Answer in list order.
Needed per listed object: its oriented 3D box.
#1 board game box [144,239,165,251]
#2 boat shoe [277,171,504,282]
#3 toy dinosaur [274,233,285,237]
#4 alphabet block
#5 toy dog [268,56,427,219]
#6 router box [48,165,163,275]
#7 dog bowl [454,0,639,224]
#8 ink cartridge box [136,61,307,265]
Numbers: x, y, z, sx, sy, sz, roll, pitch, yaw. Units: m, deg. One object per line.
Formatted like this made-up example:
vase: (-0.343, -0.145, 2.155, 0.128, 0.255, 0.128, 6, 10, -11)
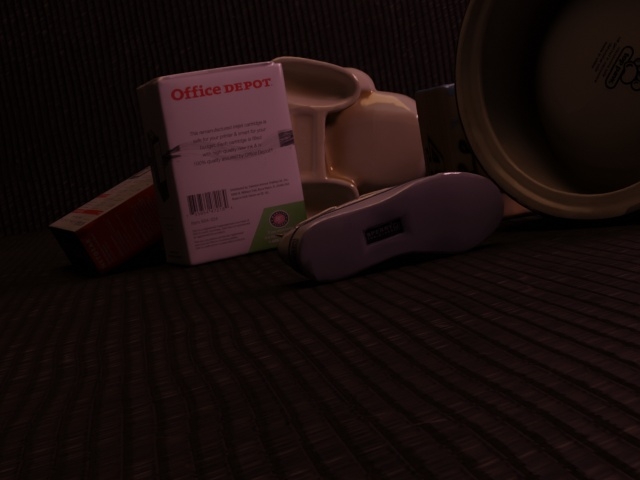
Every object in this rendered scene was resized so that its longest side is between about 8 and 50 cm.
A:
board game box: (-0.307, -0.004, 2.177, 0.124, 0.039, 0.259, -13, 9, -38)
boat shoe: (0.079, -0.015, 1.367, 0.267, 0.096, 0.088, -20, 14, -21)
toy dinosaur: (0.000, 0.000, 1.619, 0.093, 0.053, 0.183, -24, -4, 9)
alphabet block: (0.255, -0.136, 1.731, 0.192, 0.197, 0.193, -11, 5, -5)
toy dog: (0.045, -0.177, 2.113, 0.395, 0.284, 0.408, -9, 4, -3)
router box: (-0.280, -0.063, 1.984, 0.301, 0.082, 0.335, -33, 12, -15)
dog bowl: (0.367, -0.217, 1.467, 0.408, 0.408, 0.150, -4, -8, 43)
ink cartridge box: (-0.144, -0.114, 1.784, 0.198, 0.273, 0.115, -11, 6, -22)
